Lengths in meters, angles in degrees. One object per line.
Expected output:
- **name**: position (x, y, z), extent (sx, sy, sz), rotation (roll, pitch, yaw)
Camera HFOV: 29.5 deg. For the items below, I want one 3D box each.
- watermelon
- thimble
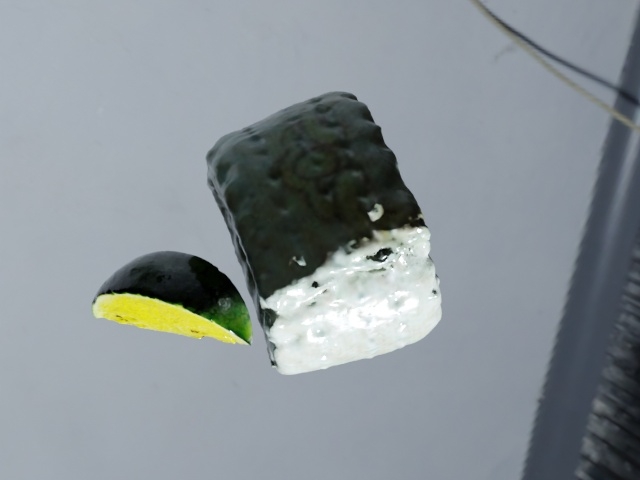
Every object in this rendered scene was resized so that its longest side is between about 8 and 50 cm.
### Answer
- **watermelon**: position (-0.162, 0.064, 1.245), extent (0.075, 0.181, 0.092), rotation (-38, 137, -63)
- **thimble**: position (0.000, 0.000, 1.322), extent (0.195, 0.291, 0.291), rotation (-20, 118, -4)
